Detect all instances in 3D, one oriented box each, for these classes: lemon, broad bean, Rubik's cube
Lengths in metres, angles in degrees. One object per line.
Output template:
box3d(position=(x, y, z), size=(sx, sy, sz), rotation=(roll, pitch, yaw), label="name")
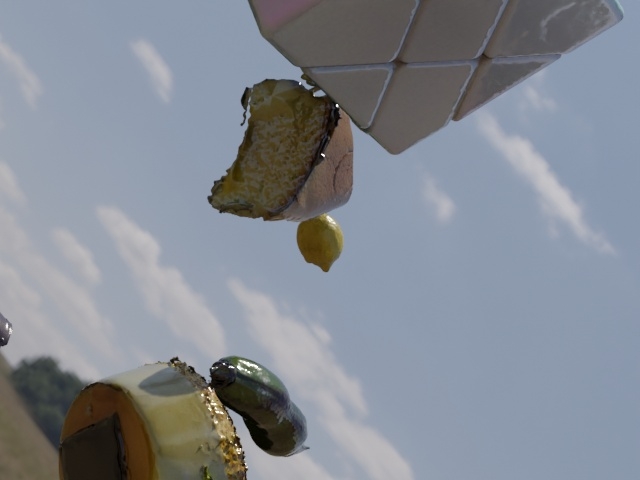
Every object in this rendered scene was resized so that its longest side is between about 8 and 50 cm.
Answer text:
box3d(position=(0.000, 0.000, 1.920), size=(0.065, 0.065, 0.092), rotation=(21, -52, 64), label="lemon")
box3d(position=(-0.062, 0.200, 1.656), size=(0.077, 0.061, 0.339), rotation=(1, -28, 16), label="broad bean")
box3d(position=(0.094, -0.341, 1.558), size=(0.322, 0.319, 0.316), rotation=(35, 28, -55), label="Rubik's cube")

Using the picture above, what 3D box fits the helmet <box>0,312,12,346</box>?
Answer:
box3d(position=(-0.507, 0.138, 2.042), size=(0.070, 0.123, 0.098), rotation=(60, -12, -16), label="helmet")

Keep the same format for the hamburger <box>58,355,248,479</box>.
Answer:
box3d(position=(-0.211, 0.300, 1.820), size=(0.276, 0.179, 0.294), rotation=(-33, -118, 44), label="hamburger")

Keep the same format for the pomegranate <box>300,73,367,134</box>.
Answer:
box3d(position=(0.096, -0.259, 2.373), size=(0.198, 0.246, 0.198), rotation=(171, -90, -78), label="pomegranate")

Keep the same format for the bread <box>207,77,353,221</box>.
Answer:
box3d(position=(-0.047, -0.108, 1.700), size=(0.140, 0.169, 0.160), rotation=(12, -75, 25), label="bread")
